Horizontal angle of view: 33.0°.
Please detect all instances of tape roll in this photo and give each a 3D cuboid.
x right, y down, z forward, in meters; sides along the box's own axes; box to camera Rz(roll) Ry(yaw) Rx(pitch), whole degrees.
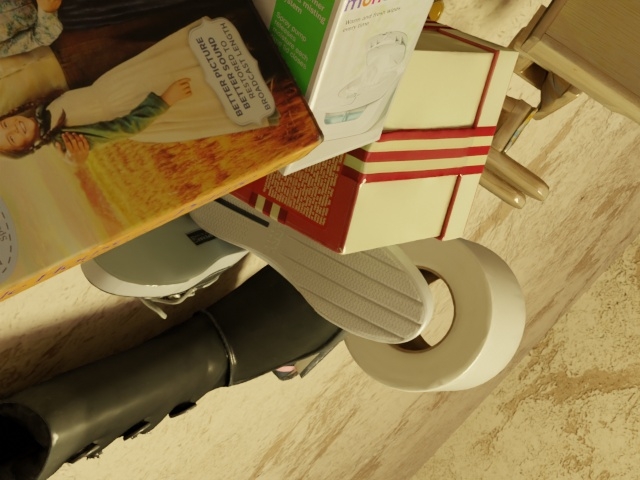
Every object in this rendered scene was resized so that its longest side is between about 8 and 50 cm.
[{"bbox_3d":[0.172,0.109,1.644,0.246,0.246,0.169,-50,155,13],"label":"tape roll"}]

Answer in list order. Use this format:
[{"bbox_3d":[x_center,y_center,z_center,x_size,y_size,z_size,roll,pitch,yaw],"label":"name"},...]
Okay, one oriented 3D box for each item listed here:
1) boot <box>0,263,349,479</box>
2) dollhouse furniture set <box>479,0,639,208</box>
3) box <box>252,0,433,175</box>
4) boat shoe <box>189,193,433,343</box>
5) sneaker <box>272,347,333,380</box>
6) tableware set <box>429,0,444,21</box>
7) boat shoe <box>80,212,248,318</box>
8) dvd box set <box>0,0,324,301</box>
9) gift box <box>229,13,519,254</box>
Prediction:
[{"bbox_3d":[-0.191,0.150,1.374,0.445,0.146,0.367,-15,159,-45],"label":"boot"},{"bbox_3d":[0.368,-0.204,1.338,0.362,0.256,0.394,-55,180,-2],"label":"dollhouse furniture set"},{"bbox_3d":[-0.038,-0.233,0.915,0.127,0.262,0.231,-25,151,-36],"label":"box"},{"bbox_3d":[0.000,0.000,1.292,0.121,0.335,0.119,-61,163,17],"label":"boat shoe"},{"bbox_3d":[-0.053,0.144,1.718,0.112,0.131,0.319,-44,180,-15],"label":"sneaker"},{"bbox_3d":[0.135,-0.292,1.391,0.104,0.024,0.154,-21,147,-43],"label":"tableware set"},{"bbox_3d":[-0.193,0.028,1.289,0.105,0.113,0.306,-48,172,24],"label":"boat shoe"},{"bbox_3d":[-0.234,-0.121,0.750,0.420,0.307,0.062,-27,179,-32],"label":"dvd box set"},{"bbox_3d":[0.040,-0.154,1.201,0.258,0.276,0.255,-8,125,-48],"label":"gift box"}]
